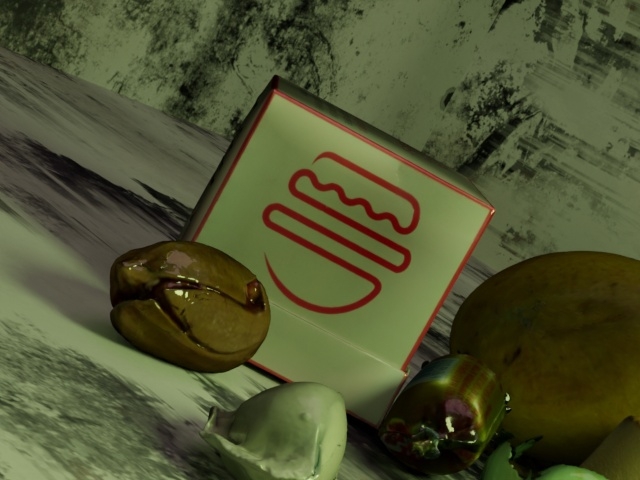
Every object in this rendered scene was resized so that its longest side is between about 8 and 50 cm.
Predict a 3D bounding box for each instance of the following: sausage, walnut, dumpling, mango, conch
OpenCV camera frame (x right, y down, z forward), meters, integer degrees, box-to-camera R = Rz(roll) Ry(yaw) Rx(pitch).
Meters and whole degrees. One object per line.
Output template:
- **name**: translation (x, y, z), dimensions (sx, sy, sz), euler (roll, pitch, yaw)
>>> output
- **sausage**: translation (0.142, 0.208, 1.824), dimensions (0.125, 0.117, 0.317), euler (27, 9, 8)
- **walnut**: translation (-0.139, 0.068, 1.693), dimensions (0.245, 0.137, 0.137), euler (26, 8, -47)
- **dumpling**: translation (-0.041, 0.177, 1.436), dimensions (0.127, 0.108, 0.188), euler (5, 17, 13)
- **mango**: translation (0.383, 0.146, 2.055), dimensions (0.445, 0.301, 0.220), euler (-4, -41, 12)
- **conch**: translation (0.219, 0.264, 1.634), dimensions (0.143, 0.137, 0.250), euler (26, 8, -17)

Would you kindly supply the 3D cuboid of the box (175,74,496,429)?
- **box**: translation (0.000, 0.000, 1.958), dimensions (0.312, 0.300, 0.314), euler (28, 8, -5)

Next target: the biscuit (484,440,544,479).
- **biscuit**: translation (0.250, 0.284, 2.067), dimensions (0.081, 0.018, 0.083), euler (23, 9, -32)

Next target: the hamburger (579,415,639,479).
- **hamburger**: translation (0.425, 0.328, 1.818), dimensions (0.300, 0.176, 0.300), euler (28, 8, -5)

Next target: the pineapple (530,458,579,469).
- **pineapple**: translation (0.408, 0.275, 2.176), dimensions (0.335, 0.158, 0.161), euler (30, 8, 0)
